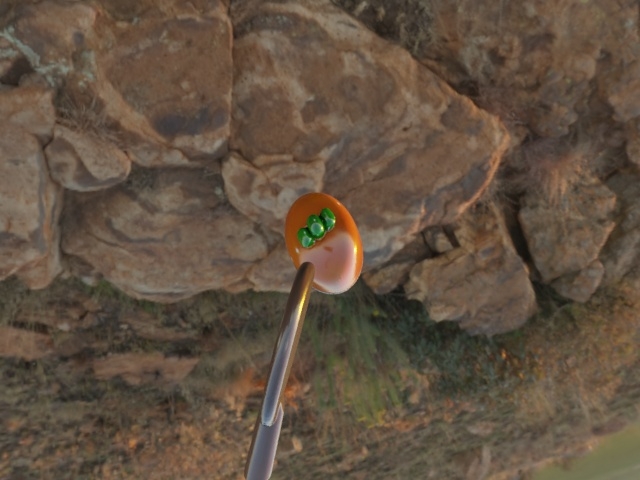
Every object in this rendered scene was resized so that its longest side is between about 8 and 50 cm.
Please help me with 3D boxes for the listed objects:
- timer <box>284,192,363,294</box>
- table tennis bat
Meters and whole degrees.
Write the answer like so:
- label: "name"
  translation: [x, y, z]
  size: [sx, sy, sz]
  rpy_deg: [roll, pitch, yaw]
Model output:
- label: "timer"
  translation: [0.000, 0.000, 0.756]
  size: [0.099, 0.136, 0.136]
  rpy_deg: [-32, 145, 6]
- label: "table tennis bat"
  translation: [0.020, 0.107, 0.403]
  size: [0.119, 0.107, 0.169]
  rpy_deg: [15, 110, 3]
